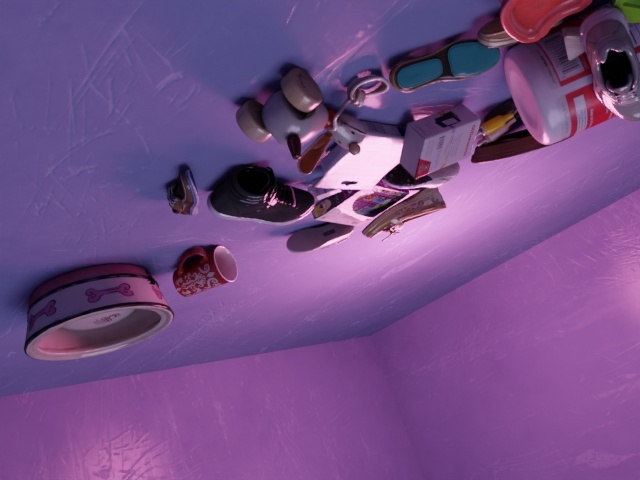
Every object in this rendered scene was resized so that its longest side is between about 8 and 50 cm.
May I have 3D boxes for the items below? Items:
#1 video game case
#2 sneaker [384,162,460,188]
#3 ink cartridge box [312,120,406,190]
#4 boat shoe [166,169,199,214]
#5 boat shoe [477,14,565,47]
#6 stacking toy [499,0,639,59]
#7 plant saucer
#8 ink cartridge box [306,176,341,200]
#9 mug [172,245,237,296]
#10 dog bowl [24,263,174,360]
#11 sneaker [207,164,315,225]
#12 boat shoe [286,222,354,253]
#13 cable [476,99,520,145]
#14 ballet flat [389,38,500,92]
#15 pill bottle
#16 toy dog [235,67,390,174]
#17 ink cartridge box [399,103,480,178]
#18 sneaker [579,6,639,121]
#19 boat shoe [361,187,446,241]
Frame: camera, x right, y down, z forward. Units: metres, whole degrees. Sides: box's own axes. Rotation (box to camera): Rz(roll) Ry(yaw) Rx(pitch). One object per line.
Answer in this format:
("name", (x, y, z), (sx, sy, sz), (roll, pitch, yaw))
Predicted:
("video game case", (0.120, -0.115, 1.826), (0.210, 0.042, 0.232), (-33, 157, 32))
("sneaker", (0.286, -0.179, 1.754), (0.237, 0.085, 0.086), (-10, 154, -22))
("ink cartridge box", (0.114, -0.208, 1.554), (0.223, 0.045, 0.224), (-2, 151, -44))
("boat shoe", (-0.314, -0.099, 1.406), (0.066, 0.066, 0.183), (-13, 160, -15))
("boat shoe", (0.394, -0.440, 1.209), (0.189, 0.068, 0.072), (-24, 146, -8))
("stacking toy", (0.475, -0.473, 1.079), (0.279, 0.131, 0.308), (14, 153, -42))
("plant saucer", (0.541, -0.267, 1.674), (0.277, 0.041, 0.278), (-17, -170, 3))
("ink cartridge box", (0.007, -0.140, 1.636), (0.083, 0.048, 0.028), (-22, 161, 2))
("mug", (-0.356, 0.083, 1.842), (0.169, 0.150, 0.113), (-24, -163, 23))
("dog bowl", (-0.640, 0.203, 1.774), (0.407, 0.151, 0.408), (-18, 160, -7))
("sneaker", (-0.114, -0.111, 1.507), (0.295, 0.105, 0.147), (-1, 159, -34))
("boat shoe", (0.000, -0.001, 1.957), (0.227, 0.079, 0.081), (-18, 157, -14))
("cable", (0.524, -0.337, 1.584), (0.287, 0.072, 0.139), (-30, 164, 26))
("ballet flat", (0.248, -0.362, 1.263), (0.232, 0.080, 0.073), (-14, -159, -5))
("pill bottle", (0.625, -0.385, 1.315), (0.407, 0.229, 0.229), (-23, 161, 9))
("toy dog", (-0.001, -0.217, 1.250), (0.333, 0.161, 0.220), (-6, 158, -35))
("ink cartridge box", (0.291, -0.243, 1.514), (0.175, 0.072, 0.128), (-23, 143, -24))
("sneaker", (0.547, -0.290, 1.135), (0.099, 0.121, 0.262), (-21, 136, 33))
("boat shoe", (0.260, -0.075, 1.906), (0.285, 0.089, 0.104), (-30, 178, -10))
